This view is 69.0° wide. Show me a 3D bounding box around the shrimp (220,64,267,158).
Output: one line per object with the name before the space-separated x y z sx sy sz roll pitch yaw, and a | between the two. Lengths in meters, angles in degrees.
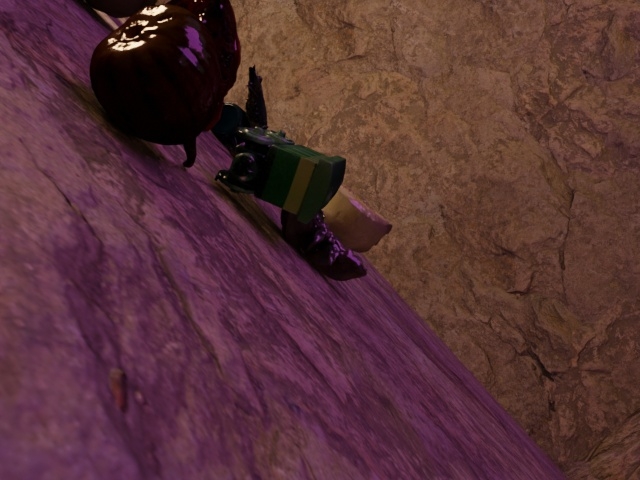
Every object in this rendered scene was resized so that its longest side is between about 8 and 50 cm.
shrimp | -0.205 -0.337 1.264 0.051 0.261 0.198 11 24 21

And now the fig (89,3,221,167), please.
fig | -0.194 -0.179 0.575 0.149 0.148 0.201 -37 120 -52

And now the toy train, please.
toy train | -0.061 -0.131 0.879 0.203 0.120 0.301 23 14 3

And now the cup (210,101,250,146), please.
cup | -0.238 -0.319 1.372 0.150 0.113 0.138 47 7 20

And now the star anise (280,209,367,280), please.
star anise | 0.000 0.000 0.991 0.236 0.093 0.229 47 5 15

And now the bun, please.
bun | 0.081 -0.086 1.709 0.364 0.202 0.364 40 10 -9

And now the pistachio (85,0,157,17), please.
pistachio | -0.572 -0.757 1.111 0.366 0.281 0.445 16 -29 33

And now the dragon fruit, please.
dragon fruit | -0.329 -0.489 1.214 0.228 0.286 0.329 36 3 -46
